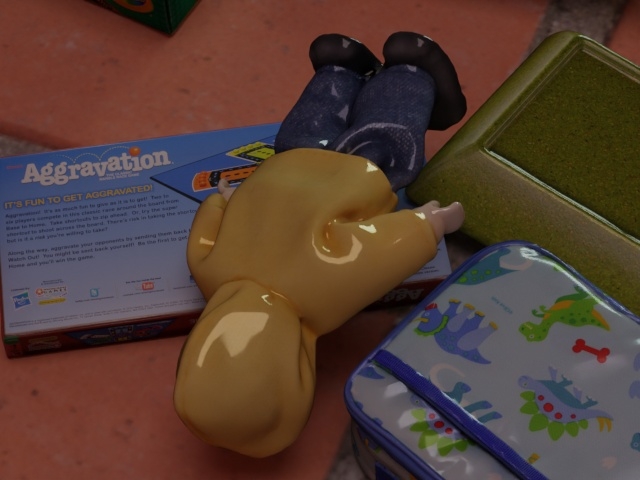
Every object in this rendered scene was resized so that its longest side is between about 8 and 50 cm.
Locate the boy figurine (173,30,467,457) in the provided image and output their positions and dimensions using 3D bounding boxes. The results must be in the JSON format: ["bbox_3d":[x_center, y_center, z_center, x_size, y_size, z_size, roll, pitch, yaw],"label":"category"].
[{"bbox_3d":[0.000,0.000,1.110,0.177,0.092,0.285,1,52,32],"label":"boy figurine"}]

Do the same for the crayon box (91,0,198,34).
[{"bbox_3d":[-0.110,-0.293,1.378,0.165,0.081,0.278,24,57,17],"label":"crayon box"}]

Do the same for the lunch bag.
[{"bbox_3d":[0.131,0.115,1.068,0.176,0.090,0.219,-38,60,-21],"label":"lunch bag"}]

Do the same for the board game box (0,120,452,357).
[{"bbox_3d":[-0.066,-0.009,1.200,0.281,0.027,0.145,-7,55,-4],"label":"board game box"}]

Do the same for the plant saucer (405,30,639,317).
[{"bbox_3d":[0.183,-0.051,1.198,0.188,0.045,0.188,33,56,17],"label":"plant saucer"}]
